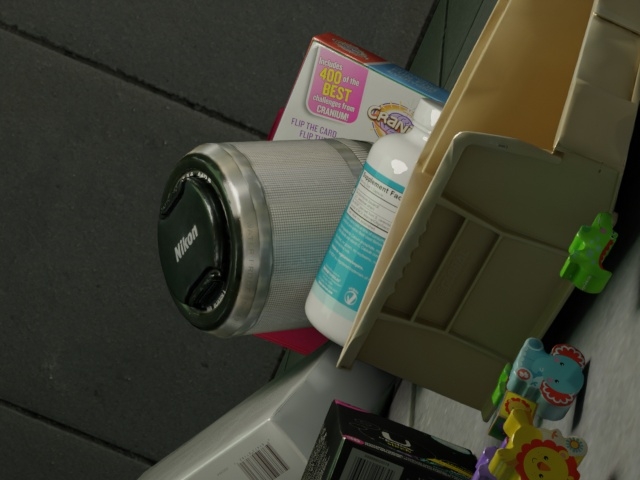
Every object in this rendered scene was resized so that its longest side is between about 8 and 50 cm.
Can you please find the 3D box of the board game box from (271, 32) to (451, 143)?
[{"bbox_3d":[0.046,-0.069,1.891,0.316,0.242,0.064,-66,-12,21],"label":"board game box"}]

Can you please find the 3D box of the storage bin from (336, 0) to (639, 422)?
[{"bbox_3d":[0.141,-0.049,1.115,0.262,0.123,0.260,-65,0,-49],"label":"storage bin"}]

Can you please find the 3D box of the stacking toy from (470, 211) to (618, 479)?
[{"bbox_3d":[0.134,0.111,0.923,0.167,0.052,0.221,109,-173,-49],"label":"stacking toy"}]

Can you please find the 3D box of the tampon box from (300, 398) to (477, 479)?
[{"bbox_3d":[0.050,0.196,1.107,0.161,0.120,0.101,-110,42,-85],"label":"tampon box"}]

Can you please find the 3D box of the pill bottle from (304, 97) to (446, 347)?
[{"bbox_3d":[0.095,-0.012,1.559,0.146,0.146,0.264,-82,15,-77],"label":"pill bottle"}]

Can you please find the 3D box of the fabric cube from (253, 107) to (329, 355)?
[{"bbox_3d":[0.000,0.000,2.128,0.258,0.254,0.259,-80,14,-68],"label":"fabric cube"}]

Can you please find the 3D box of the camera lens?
[{"bbox_3d":[-0.034,-0.007,1.716,0.219,0.274,0.219,13,105,57],"label":"camera lens"}]

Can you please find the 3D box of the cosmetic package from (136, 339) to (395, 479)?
[{"bbox_3d":[-0.113,0.272,1.716,0.377,0.097,0.284,-37,5,26],"label":"cosmetic package"}]
